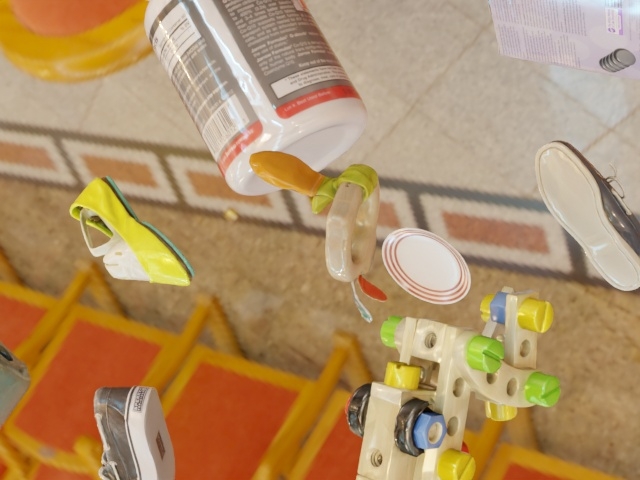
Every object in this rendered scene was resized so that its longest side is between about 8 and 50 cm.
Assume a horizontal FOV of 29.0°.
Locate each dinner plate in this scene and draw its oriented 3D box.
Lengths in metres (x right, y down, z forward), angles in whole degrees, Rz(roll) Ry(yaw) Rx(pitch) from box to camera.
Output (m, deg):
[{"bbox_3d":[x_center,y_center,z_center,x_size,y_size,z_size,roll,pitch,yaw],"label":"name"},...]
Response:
[{"bbox_3d":[0.155,0.034,1.790,0.141,0.017,0.141,23,140,21],"label":"dinner plate"}]

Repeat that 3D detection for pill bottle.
[{"bbox_3d":[-0.107,-0.260,1.655,0.362,0.210,0.210,61,153,13],"label":"pill bottle"}]

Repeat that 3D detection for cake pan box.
[{"bbox_3d":[0.342,-0.321,1.623,0.246,0.070,0.267,12,156,23],"label":"cake pan box"}]

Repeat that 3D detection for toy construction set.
[{"bbox_3d":[0.121,0.199,1.091,0.151,0.327,0.215,-9,169,43],"label":"toy construction set"}]

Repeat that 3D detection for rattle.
[{"bbox_3d":[0.000,0.000,1.384,0.143,0.130,0.199,-1,147,5],"label":"rattle"}]

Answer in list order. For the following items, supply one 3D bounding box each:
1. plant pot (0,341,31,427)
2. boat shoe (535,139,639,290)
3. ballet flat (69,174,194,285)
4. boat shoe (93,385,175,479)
[{"bbox_3d":[-0.373,0.133,0.728,0.341,0.334,0.341,38,170,8],"label":"plant pot"},{"bbox_3d":[0.408,-0.047,1.814,0.254,0.079,0.095,51,139,-6],"label":"boat shoe"},{"bbox_3d":[-0.233,0.003,1.476,0.231,0.077,0.077,43,162,42],"label":"ballet flat"},{"bbox_3d":[-0.301,0.348,1.963,0.105,0.113,0.306,4,135,9],"label":"boat shoe"}]
